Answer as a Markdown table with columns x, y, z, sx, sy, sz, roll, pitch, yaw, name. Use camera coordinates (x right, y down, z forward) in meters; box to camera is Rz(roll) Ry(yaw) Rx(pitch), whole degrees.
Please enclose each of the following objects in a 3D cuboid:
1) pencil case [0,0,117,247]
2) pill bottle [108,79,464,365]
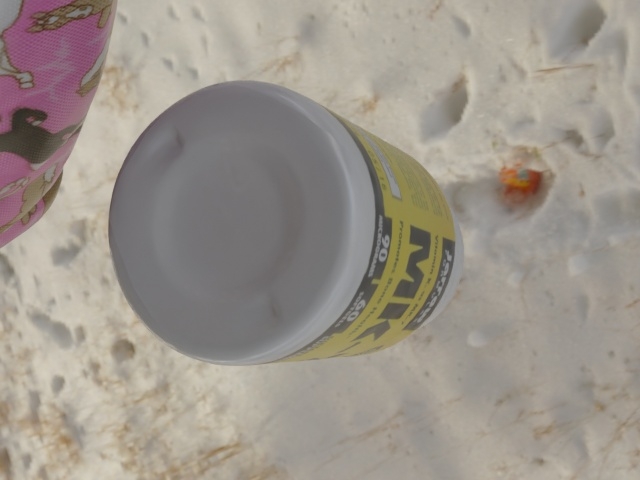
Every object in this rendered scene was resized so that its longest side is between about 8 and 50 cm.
| x | y | z | sx | sy | sz | roll | pitch | yaw | name |
| --- | --- | --- | --- | --- | --- | --- | --- | --- | --- |
| -0.160 | -0.132 | 0.368 | 0.160 | 0.167 | 0.386 | 63 | 147 | 17 | pencil case |
| 0.000 | 0.000 | 0.480 | 0.119 | 0.208 | 0.119 | -2 | 85 | 22 | pill bottle |
